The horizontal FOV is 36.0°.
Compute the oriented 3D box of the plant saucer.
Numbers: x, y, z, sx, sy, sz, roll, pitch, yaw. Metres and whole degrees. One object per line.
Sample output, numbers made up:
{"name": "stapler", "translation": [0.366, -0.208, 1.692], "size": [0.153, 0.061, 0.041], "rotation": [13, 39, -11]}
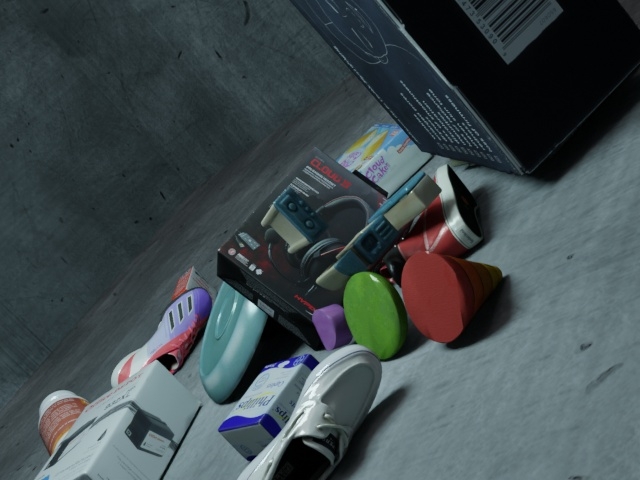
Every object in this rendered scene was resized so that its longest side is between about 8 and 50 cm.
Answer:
{"name": "plant saucer", "translation": [-0.156, 0.137, 1.794], "size": [0.318, 0.043, 0.318], "rotation": [-58, 20, 34]}

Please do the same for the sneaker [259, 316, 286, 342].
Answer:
{"name": "sneaker", "translation": [-0.019, 0.073, 1.782], "size": [0.302, 0.108, 0.121], "rotation": [-48, 13, 11]}

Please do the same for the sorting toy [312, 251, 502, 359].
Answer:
{"name": "sorting toy", "translation": [0.129, 0.087, 1.393], "size": [0.126, 0.127, 0.365], "rotation": [-16, -5, -33]}

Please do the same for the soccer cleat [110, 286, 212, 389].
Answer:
{"name": "soccer cleat", "translation": [-0.325, 0.229, 2.180], "size": [0.116, 0.109, 0.318], "rotation": [3, 42, 43]}

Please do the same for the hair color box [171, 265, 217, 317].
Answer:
{"name": "hair color box", "translation": [-0.303, 0.135, 2.379], "size": [0.053, 0.093, 0.167], "rotation": [-39, 13, 11]}

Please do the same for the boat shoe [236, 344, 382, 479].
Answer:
{"name": "boat shoe", "translation": [-0.006, 0.247, 1.229], "size": [0.267, 0.096, 0.088], "rotation": [-47, 18, -13]}

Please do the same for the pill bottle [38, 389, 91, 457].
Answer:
{"name": "pill bottle", "translation": [-0.502, 0.388, 1.995], "size": [0.121, 0.121, 0.216], "rotation": [-44, 31, -9]}

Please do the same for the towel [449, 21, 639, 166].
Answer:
{"name": "towel", "translation": [0.400, -0.241, 1.707], "size": [0.312, 0.056, 0.324], "rotation": [-49, 17, -14]}

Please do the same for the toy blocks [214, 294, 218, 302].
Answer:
{"name": "toy blocks", "translation": [-0.196, 0.114, 2.227], "size": [0.123, 0.054, 0.148], "rotation": [-48, 15, -24]}

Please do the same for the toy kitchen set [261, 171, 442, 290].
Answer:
{"name": "toy kitchen set", "translation": [0.046, -0.052, 1.460], "size": [0.207, 0.166, 0.122], "rotation": [-47, 4, -39]}

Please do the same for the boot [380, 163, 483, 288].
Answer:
{"name": "boot", "translation": [0.166, -0.020, 1.586], "size": [0.176, 0.088, 0.244], "rotation": [-38, 18, 22]}

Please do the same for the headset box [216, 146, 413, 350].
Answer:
{"name": "headset box", "translation": [0.000, 0.000, 1.654], "size": [0.293, 0.218, 0.110], "rotation": [-48, -12, -24]}

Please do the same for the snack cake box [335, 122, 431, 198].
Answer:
{"name": "snack cake box", "translation": [0.125, -0.171, 2.135], "size": [0.152, 0.089, 0.264], "rotation": [-42, 14, -3]}

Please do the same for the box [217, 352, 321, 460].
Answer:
{"name": "box", "translation": [-0.061, 0.243, 1.432], "size": [0.126, 0.072, 0.137], "rotation": [-25, 23, 53]}

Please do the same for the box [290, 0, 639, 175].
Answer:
{"name": "box", "translation": [0.193, -0.388, 1.611], "size": [0.297, 0.480, 0.472], "rotation": [-45, 16, -4]}

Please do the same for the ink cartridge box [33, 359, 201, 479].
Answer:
{"name": "ink cartridge box", "translation": [-0.374, 0.385, 1.740], "size": [0.223, 0.129, 0.307], "rotation": [-34, 16, 30]}
